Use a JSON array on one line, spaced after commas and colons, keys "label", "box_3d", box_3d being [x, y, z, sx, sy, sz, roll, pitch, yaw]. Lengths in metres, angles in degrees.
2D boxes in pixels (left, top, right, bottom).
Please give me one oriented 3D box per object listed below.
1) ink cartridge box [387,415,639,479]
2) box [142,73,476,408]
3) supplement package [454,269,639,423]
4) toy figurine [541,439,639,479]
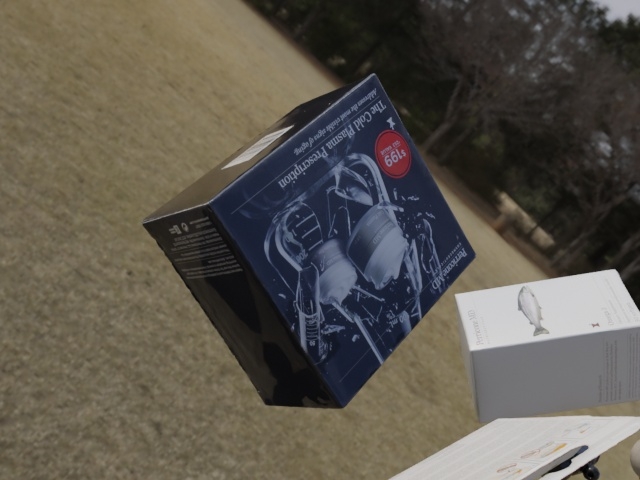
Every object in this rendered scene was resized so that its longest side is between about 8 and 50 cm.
[{"label": "ink cartridge box", "box_3d": [0.125, 0.167, 0.562, 0.045, 0.146, 0.179, 68, -24, 1]}, {"label": "box", "box_3d": [0.000, 0.000, 1.130, 0.179, 0.343, 0.312, -10, -64, 51]}, {"label": "supplement package", "box_3d": [0.244, 0.113, 0.886, 0.105, 0.180, 0.105, -93, 172, -58]}, {"label": "toy figurine", "box_3d": [0.398, 0.233, 1.147, 0.148, 0.213, 0.209, 7, 77, -52]}]
